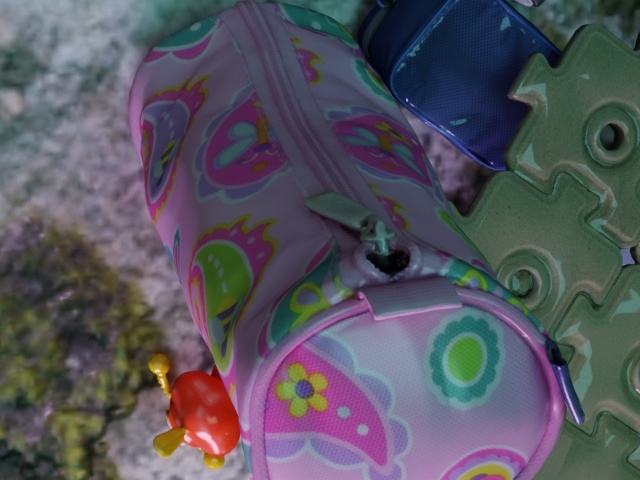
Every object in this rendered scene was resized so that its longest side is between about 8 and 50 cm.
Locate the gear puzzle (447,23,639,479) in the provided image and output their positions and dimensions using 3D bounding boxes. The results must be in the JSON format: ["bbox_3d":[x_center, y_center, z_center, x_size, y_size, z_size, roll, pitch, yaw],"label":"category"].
[{"bbox_3d":[0.135,-0.003,0.785,0.175,0.044,0.339,34,82,-18],"label":"gear puzzle"}]

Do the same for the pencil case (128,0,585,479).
[{"bbox_3d":[0.000,0.000,0.666,0.124,0.284,0.124,-6,119,-11],"label":"pencil case"}]

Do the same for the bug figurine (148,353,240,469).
[{"bbox_3d":[0.046,0.130,0.826,0.216,0.072,0.279,-28,101,-22],"label":"bug figurine"}]

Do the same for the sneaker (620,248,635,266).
[{"bbox_3d":[0.237,0.120,0.864,0.135,0.150,0.366,-29,108,-15],"label":"sneaker"}]

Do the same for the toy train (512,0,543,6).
[{"bbox_3d":[0.131,-0.191,0.746,0.184,0.080,0.105,-45,104,4],"label":"toy train"}]

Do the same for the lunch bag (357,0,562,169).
[{"bbox_3d":[0.064,-0.088,0.792,0.098,0.065,0.067,37,101,-28],"label":"lunch bag"}]
